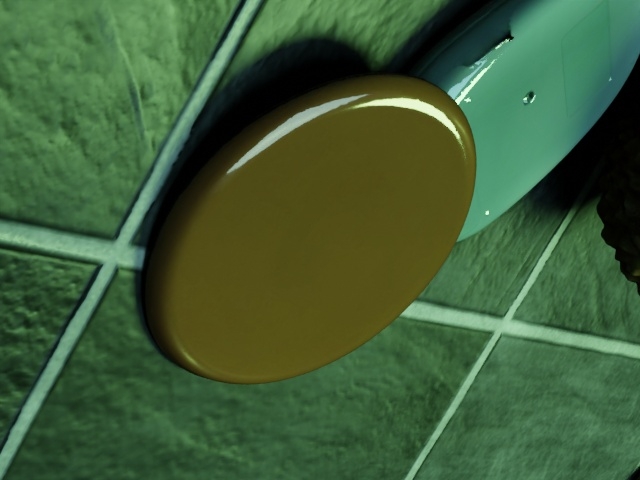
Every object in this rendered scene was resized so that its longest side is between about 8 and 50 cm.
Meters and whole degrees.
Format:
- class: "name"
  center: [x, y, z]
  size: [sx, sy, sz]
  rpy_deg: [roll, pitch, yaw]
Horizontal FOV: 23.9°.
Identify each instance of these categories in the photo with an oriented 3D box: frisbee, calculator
- class: "frisbee"
  center: [0.000, 0.000, 0.983]
  size: [0.251, 0.021, 0.251]
  rpy_deg: [-22, 137, -21]
- class: "calculator"
  center: [0.129, -0.093, 1.074]
  size: [0.299, 0.041, 0.185]
  rpy_deg: [-39, 145, -18]

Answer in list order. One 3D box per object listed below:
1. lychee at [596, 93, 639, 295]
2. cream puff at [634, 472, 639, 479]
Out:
- class: "lychee"
  center: [0.349, -0.053, 1.208]
  size: [0.267, 0.267, 0.267]
  rpy_deg: [-32, 142, -29]
- class: "cream puff"
  center: [0.424, 0.317, 1.764]
  size: [0.146, 0.116, 0.146]
  rpy_deg: [-30, 137, -32]
